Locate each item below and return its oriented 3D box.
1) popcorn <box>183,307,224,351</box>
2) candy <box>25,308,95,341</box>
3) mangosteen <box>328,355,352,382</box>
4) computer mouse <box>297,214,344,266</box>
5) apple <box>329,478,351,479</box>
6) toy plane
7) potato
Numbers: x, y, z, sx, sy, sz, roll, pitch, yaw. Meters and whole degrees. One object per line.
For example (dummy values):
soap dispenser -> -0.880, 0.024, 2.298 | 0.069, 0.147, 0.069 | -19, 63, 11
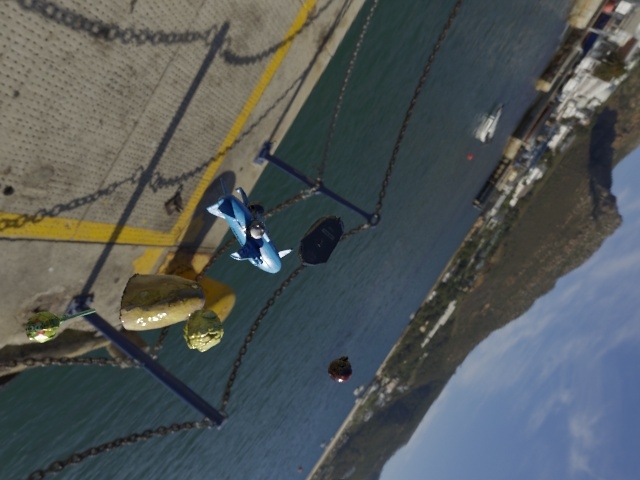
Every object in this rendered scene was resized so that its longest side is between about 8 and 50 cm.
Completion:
popcorn -> -0.315, 0.237, 1.237 | 0.106, 0.121, 0.116 | -36, 123, -18
candy -> -0.543, 0.168, 0.991 | 0.062, 0.058, 0.194 | -23, 179, 9
mangosteen -> 0.062, 0.410, 1.477 | 0.081, 0.081, 0.081 | -51, 164, -20
computer mouse -> 0.000, 0.000, 1.324 | 0.172, 0.099, 0.057 | -51, -167, -8
apple -> 0.112, 0.822, 1.225 | 0.320, 0.360, 0.311 | 18, 86, -41
toy plane -> -0.161, -0.017, 1.103 | 0.105, 0.254, 0.271 | -29, 128, 16
potato -> -0.556, 0.219, 1.690 | 0.229, 0.266, 0.229 | 180, -90, -88
